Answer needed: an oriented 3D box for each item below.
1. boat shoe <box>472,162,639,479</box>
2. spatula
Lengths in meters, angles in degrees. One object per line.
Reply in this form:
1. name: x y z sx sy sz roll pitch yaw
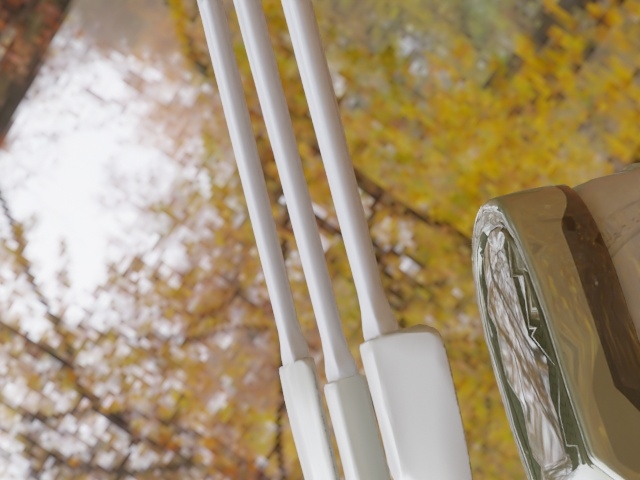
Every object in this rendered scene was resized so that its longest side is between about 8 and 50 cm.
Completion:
1. boat shoe: 0.139 0.118 0.543 0.113 0.103 0.302 128 128 -76
2. spatula: 0.000 0.000 0.604 0.019 0.168 0.242 -11 -96 -13
